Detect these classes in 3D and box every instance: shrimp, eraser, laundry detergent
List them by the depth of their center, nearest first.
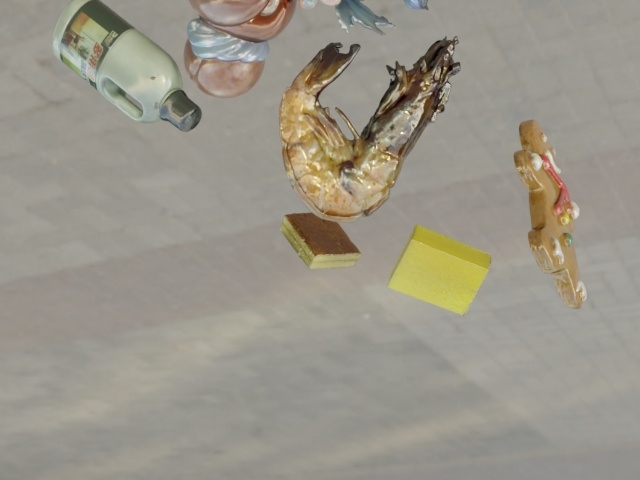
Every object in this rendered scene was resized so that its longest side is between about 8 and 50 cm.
[{"bbox_3d":[0.048,-0.163,1.407,0.178,0.289,0.075,35,173,-16],"label":"shrimp"},{"bbox_3d":[-0.235,-0.210,1.451,0.099,0.226,0.070,-58,160,21],"label":"laundry detergent"},{"bbox_3d":[0.171,0.044,1.671,0.122,0.045,0.097,23,125,-3],"label":"eraser"}]

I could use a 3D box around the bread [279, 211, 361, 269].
[{"bbox_3d":[0.000,0.000,1.712,0.090,0.094,0.035,-6,136,-39],"label":"bread"}]

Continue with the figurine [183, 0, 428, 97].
[{"bbox_3d":[-0.036,-0.393,1.736,0.388,0.276,0.248,-8,149,13],"label":"figurine"}]

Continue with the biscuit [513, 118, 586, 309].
[{"bbox_3d":[0.383,-0.067,1.927,0.047,0.339,0.216,-18,137,23],"label":"biscuit"}]
